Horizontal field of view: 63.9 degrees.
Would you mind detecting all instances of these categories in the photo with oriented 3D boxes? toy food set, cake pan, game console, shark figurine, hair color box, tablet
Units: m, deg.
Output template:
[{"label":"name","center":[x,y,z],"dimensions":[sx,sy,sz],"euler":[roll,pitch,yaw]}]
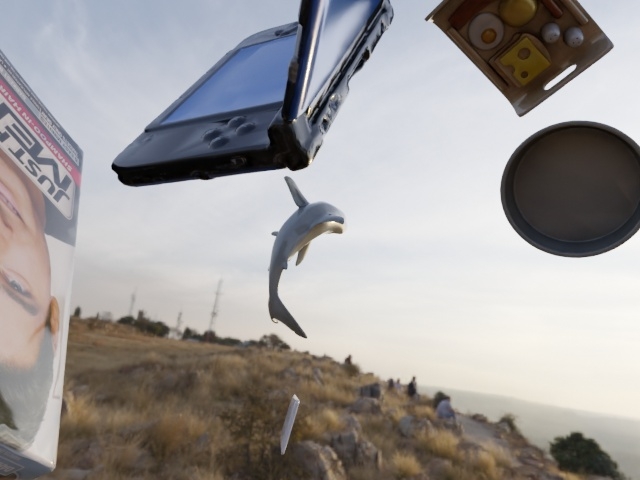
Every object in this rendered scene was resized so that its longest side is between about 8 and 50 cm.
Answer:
[{"label":"toy food set","center":[0.394,-0.418,1.027],"dimensions":[0.306,0.092,0.220],"euler":[39,-54,-16]},{"label":"cake pan","center":[0.538,-0.108,1.091],"dimensions":[0.293,0.293,0.054],"euler":[-1,16,32]},{"label":"game console","center":[-0.032,-0.197,0.403],"dimensions":[0.250,0.293,0.173],"euler":[-3,-52,25]},{"label":"shark figurine","center":[-0.016,0.002,0.814],"dimensions":[0.116,0.278,0.166],"euler":[-3,-51,34]},{"label":"hair color box","center":[-0.295,-0.012,0.399],"dimensions":[0.113,0.374,0.185],"euler":[-22,-43,1]},{"label":"tablet","center":[-0.034,0.193,0.545],"dimensions":[0.006,0.054,0.083],"euler":[17,-14,-1]}]
